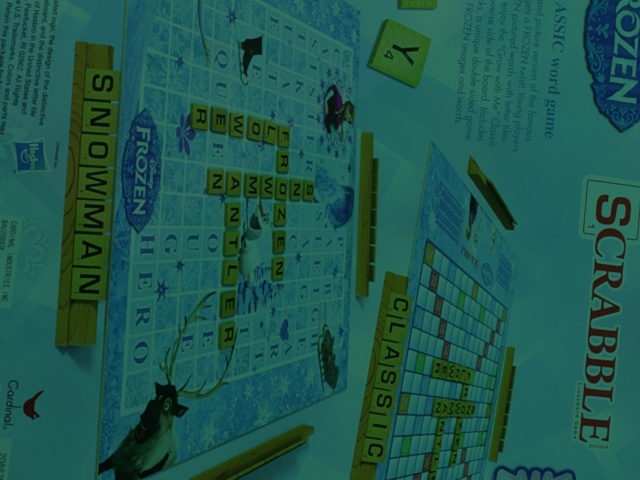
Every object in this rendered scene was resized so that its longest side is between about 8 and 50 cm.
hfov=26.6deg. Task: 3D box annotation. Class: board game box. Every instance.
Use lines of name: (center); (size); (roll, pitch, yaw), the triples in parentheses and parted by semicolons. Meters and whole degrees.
board game box: (0.000, 0.000, 0.572); (0.318, 0.066, 0.318); (8, 85, -11)
